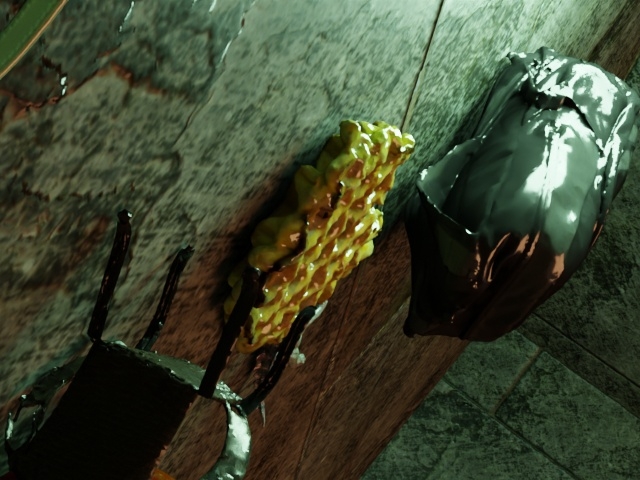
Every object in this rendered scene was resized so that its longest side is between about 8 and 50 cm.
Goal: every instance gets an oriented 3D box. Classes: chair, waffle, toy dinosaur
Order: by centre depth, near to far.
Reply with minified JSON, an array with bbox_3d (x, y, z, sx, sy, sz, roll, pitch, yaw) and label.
[{"bbox_3d":[-0.116,0.101,0.717,0.213,0.174,0.149,-62,162,-10],"label":"chair"},{"bbox_3d":[0.000,-0.003,1.033,0.281,0.058,0.301,-48,165,-15],"label":"waffle"},{"bbox_3d":[-0.048,0.137,1.218,0.082,0.039,0.209,-13,126,-63],"label":"toy dinosaur"}]

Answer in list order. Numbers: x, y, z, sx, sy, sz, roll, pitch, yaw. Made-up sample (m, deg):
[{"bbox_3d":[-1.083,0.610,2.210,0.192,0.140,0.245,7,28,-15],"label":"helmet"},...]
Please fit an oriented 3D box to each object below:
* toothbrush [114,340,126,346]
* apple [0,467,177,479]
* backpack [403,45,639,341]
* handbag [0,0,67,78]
[{"bbox_3d":[-0.171,0.147,0.918,0.026,0.022,0.263,-34,160,-16],"label":"toothbrush"},{"bbox_3d":[-0.195,0.276,0.788,0.230,0.230,0.230,-49,164,-19],"label":"apple"},{"bbox_3d":[0.256,-0.048,1.344,0.446,0.254,0.363,-58,174,-48],"label":"backpack"},{"bbox_3d":[-0.123,-0.137,0.349,0.256,0.079,0.219,-52,168,-3],"label":"handbag"}]
